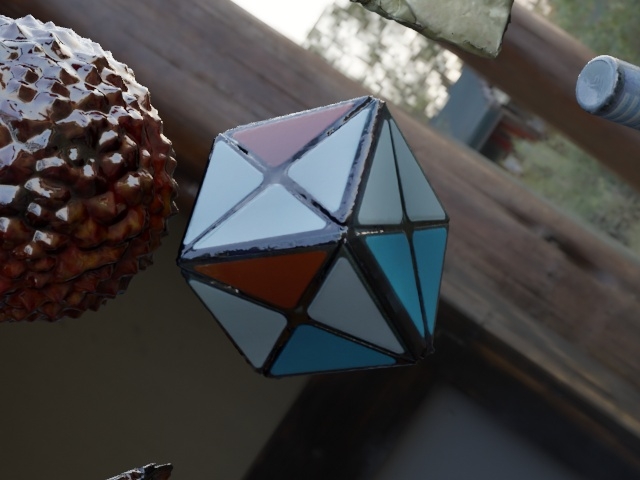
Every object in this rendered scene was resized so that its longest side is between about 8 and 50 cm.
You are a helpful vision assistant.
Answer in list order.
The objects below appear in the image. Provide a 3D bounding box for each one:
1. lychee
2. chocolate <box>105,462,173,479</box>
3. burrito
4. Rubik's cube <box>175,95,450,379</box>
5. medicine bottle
[{"bbox_3d":[-0.429,-0.102,1.720,0.424,0.500,0.424,-51,-24,-34],"label":"lychee"},{"bbox_3d":[-0.251,0.313,1.503,0.182,0.028,0.086,-7,-47,-55],"label":"chocolate"},{"bbox_3d":[0.196,-0.472,2.341,0.135,0.332,0.190,-152,82,-78],"label":"burrito"},{"bbox_3d":[-0.001,0.000,1.578,0.246,0.250,0.248,56,-144,-39],"label":"Rubik's cube"},{"bbox_3d":[0.454,-0.193,1.758,0.083,0.203,0.083,-29,55,53],"label":"medicine bottle"}]
